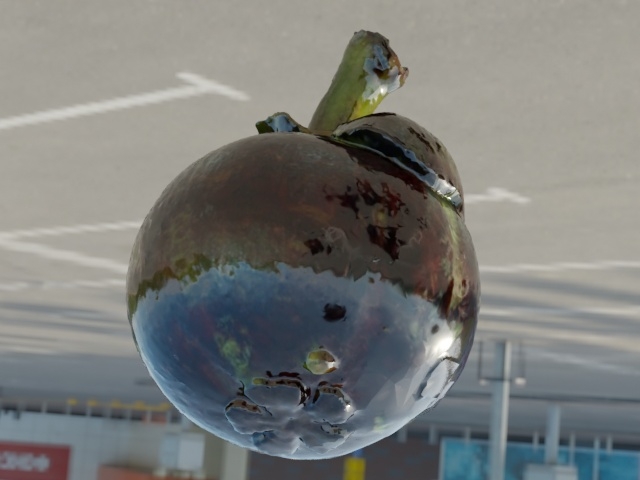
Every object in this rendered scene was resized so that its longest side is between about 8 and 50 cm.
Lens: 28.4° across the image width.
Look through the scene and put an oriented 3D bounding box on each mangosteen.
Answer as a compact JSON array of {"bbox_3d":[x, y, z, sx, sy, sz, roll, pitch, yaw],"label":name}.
[{"bbox_3d":[0.000,0.000,0.832,0.231,0.289,0.231,13,151,7],"label":"mangosteen"}]
